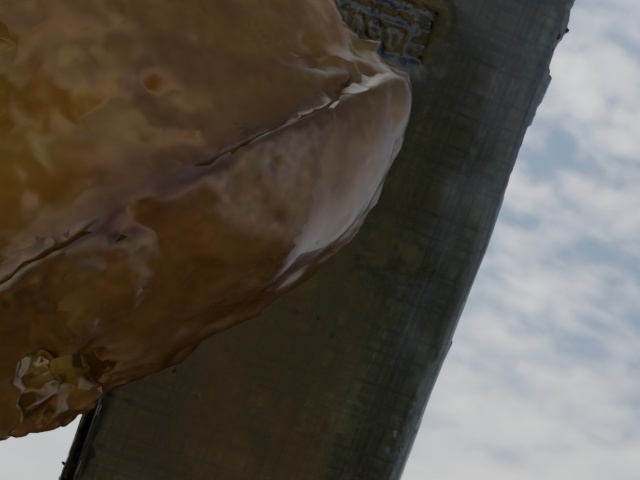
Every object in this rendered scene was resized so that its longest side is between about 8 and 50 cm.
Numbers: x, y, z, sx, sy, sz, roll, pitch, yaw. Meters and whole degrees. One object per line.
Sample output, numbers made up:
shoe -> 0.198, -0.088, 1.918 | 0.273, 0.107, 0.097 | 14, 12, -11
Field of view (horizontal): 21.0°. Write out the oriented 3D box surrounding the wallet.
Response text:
wallet -> 0.000, 0.000, 0.819 | 0.169, 0.317, 0.044 | 19, 4, -21

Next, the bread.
bread -> -0.144, -0.014, 0.694 | 0.340, 0.194, 0.179 | -26, -6, 28
